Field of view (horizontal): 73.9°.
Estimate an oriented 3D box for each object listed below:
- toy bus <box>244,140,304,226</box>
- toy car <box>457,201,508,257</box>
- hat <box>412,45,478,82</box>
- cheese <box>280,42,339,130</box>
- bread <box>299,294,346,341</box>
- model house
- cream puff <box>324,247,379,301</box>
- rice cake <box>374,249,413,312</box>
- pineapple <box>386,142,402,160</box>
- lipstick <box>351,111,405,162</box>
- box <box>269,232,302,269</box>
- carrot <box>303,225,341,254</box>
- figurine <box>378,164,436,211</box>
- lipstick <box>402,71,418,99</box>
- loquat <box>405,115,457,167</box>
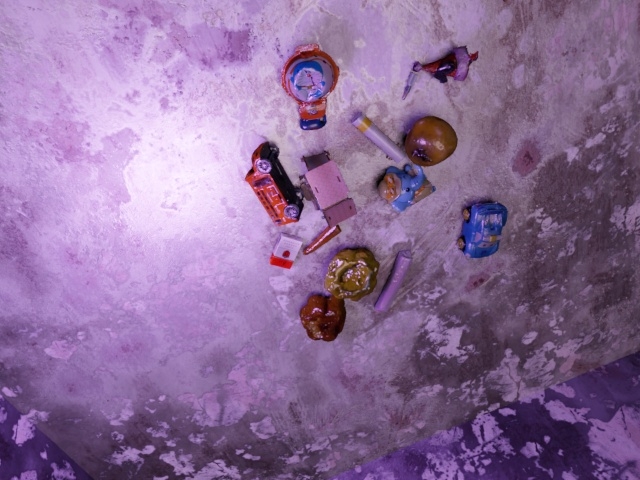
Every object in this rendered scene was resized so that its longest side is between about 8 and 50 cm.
[{"bbox_3d":[-0.191,-0.222,1.705,0.153,0.143,0.329,-15,124,22],"label":"toy bus"},{"bbox_3d":[0.784,-0.035,2.028,0.198,0.166,0.314,-3,119,-8],"label":"toy car"},{"bbox_3d":[0.473,-0.676,1.644,0.228,0.140,0.128,-4,109,3],"label":"hat"},{"bbox_3d":[-0.035,-0.561,1.577,0.217,0.129,0.329,-7,137,-4],"label":"cheese"},{"bbox_3d":[0.011,0.382,2.082,0.232,0.135,0.246,1,120,1],"label":"bread"},{"bbox_3d":[0.032,-0.178,1.729,0.169,0.244,0.326,-25,121,-2],"label":"model house"},{"bbox_3d":[0.152,0.170,1.975,0.282,0.185,0.281,-7,121,-12],"label":"cream puff"},{"bbox_3d":[0.367,0.211,2.120,0.073,0.056,0.364,12,114,-21],"label":"rice cake"},{"bbox_3d":[0.321,-0.373,1.820,0.045,0.019,0.083,38,101,-24],"label":"pineapple"},{"bbox_3d":[0.241,-0.418,1.743,0.264,0.059,0.059,37,104,-22],"label":"lipstick"},{"bbox_3d":[-0.157,0.049,1.916,0.100,0.048,0.152,18,110,-19],"label":"box"},{"bbox_3d":[0.000,0.000,1.924,0.210,0.061,0.061,-40,119,14],"label":"carrot"},{"bbox_3d":[0.374,-0.238,1.848,0.262,0.154,0.179,-20,112,-22],"label":"figurine"},{"bbox_3d":[0.353,-0.613,1.697,0.025,0.025,0.107,11,120,-18],"label":"lipstick"},{"bbox_3d":[0.440,-0.400,1.732,0.213,0.213,0.213,-6,118,-10],"label":"loquat"}]
